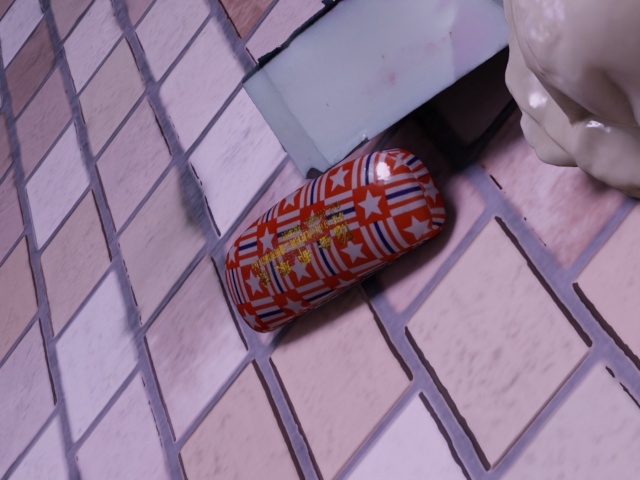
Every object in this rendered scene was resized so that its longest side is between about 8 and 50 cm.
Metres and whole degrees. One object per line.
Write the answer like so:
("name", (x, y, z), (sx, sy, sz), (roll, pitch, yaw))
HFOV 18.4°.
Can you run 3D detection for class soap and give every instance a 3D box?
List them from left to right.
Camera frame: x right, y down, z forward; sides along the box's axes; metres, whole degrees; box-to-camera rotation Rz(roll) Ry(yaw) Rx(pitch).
("soap", (0.057, -0.134, 1.267), (0.230, 0.091, 0.145), (-35, 2, 42))

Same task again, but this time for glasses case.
("glasses case", (0.000, 0.000, 1.281), (0.049, 0.073, 0.194), (-19, -10, -45))

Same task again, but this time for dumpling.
("dumpling", (0.172, -0.112, 1.030), (0.258, 0.147, 0.193), (-5, 85, 60))
